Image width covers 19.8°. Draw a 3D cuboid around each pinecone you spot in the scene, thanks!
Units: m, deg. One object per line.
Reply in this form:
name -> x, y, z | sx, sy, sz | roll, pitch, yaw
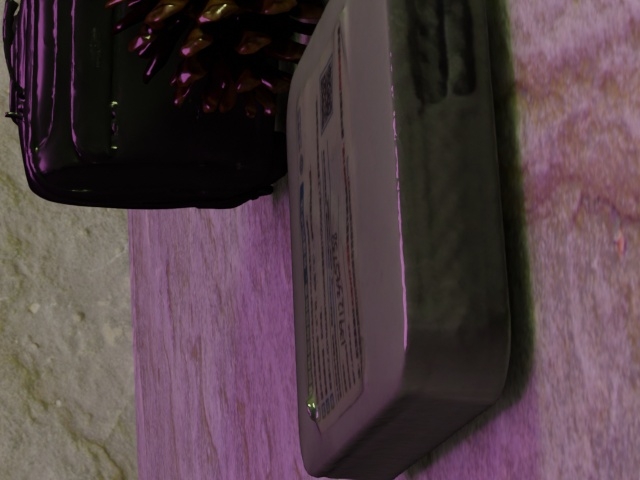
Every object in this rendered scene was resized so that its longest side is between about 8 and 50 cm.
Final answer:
pinecone -> -0.106, -0.253, 1.975 | 0.264, 0.264, 0.264 | -178, 90, -77

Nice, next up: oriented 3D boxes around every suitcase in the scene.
suitcase -> -0.206, -0.211, 2.181 | 0.188, 0.339, 0.345 | 156, 115, -80

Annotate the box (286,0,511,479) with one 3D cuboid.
box -> 0.053, -0.020, 1.538 | 0.396, 0.111, 0.396 | 125, 145, -68
